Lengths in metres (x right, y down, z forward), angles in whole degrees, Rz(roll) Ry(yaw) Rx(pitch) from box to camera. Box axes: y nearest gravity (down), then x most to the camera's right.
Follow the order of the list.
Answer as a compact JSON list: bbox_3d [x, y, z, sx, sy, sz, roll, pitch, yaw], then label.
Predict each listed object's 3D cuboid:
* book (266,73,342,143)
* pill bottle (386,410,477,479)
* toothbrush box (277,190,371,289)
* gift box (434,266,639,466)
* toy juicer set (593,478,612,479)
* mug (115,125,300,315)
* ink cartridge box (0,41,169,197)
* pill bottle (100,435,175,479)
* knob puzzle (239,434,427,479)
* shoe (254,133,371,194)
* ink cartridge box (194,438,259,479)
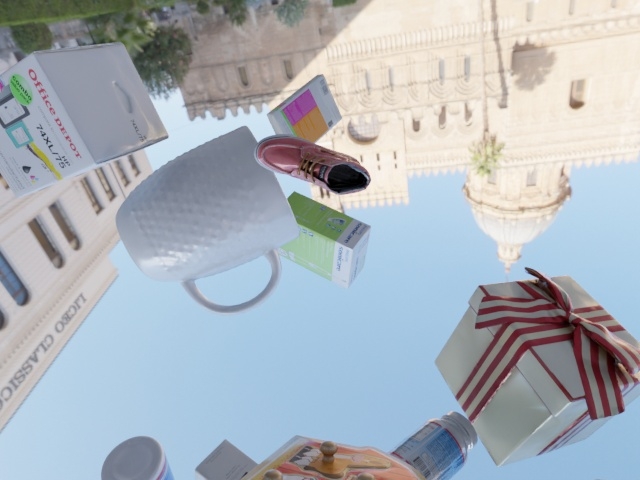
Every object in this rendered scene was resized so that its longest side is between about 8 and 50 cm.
[{"bbox_3d":[-0.026,-0.235,0.799,0.035,0.096,0.144,14,-129,47],"label":"book"},{"bbox_3d":[0.179,0.348,0.686,0.160,0.087,0.087,-20,-149,-32],"label":"pill bottle"},{"bbox_3d":[0.000,0.000,1.348,0.283,0.206,0.122,26,-127,20],"label":"toothbrush box"},{"bbox_3d":[0.372,0.218,0.727,0.277,0.258,0.255,-6,-138,-27],"label":"gift box"},{"bbox_3d":[0.520,0.480,0.711,0.089,0.209,0.329,52,-139,10],"label":"toy juicer set"},{"bbox_3d":[-0.230,-0.016,0.932,0.328,0.373,0.276,-27,180,-7],"label":"mug"},{"bbox_3d":[-0.491,-0.232,0.829,0.270,0.198,0.197,-12,-159,29],"label":"ink cartridge box"},{"bbox_3d":[-0.382,0.540,0.919,0.125,0.221,0.124,0,-145,0],"label":"pill bottle"},{"bbox_3d":[0.024,0.236,0.420,0.214,0.029,0.213,2,176,0],"label":"knob puzzle"},{"bbox_3d":[-0.011,-0.116,0.648,0.178,0.063,0.081,10,-161,-18],"label":"shoe"},{"bbox_3d":[-0.085,0.371,0.575,0.180,0.104,0.060,23,-147,27],"label":"ink cartridge box"}]
